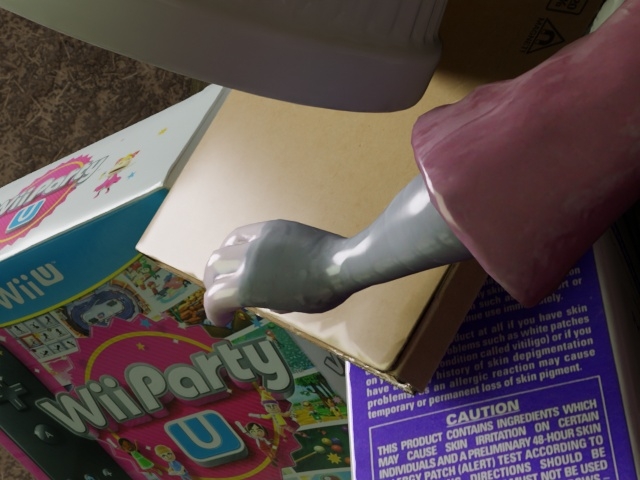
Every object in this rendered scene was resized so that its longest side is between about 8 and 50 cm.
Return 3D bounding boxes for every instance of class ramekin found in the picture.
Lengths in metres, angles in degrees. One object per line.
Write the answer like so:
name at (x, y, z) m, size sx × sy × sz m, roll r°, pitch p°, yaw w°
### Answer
ramekin at (-0.043, -0.132, 0.436) m, size 0.207 × 0.207 × 0.109 m, roll -113°, pitch 42°, yaw -66°

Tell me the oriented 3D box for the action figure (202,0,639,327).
action figure at (0.120, 0.023, 0.284) m, size 0.276 × 0.248 × 0.370 m, roll 117°, pitch 153°, yaw -55°

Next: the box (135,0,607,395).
box at (0.028, -0.058, 0.513) m, size 0.164 × 0.021 × 0.201 m, roll 22°, pitch 79°, yaw 48°

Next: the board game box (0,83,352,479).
board game box at (-0.053, 0.087, 0.721) m, size 0.224 × 0.303 × 0.097 m, roll -21°, pitch 29°, yaw 35°

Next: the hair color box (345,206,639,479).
hair color box at (0.085, 0.049, 0.556) m, size 0.185 × 0.110 × 0.339 m, roll 55°, pitch -153°, yaw -49°
